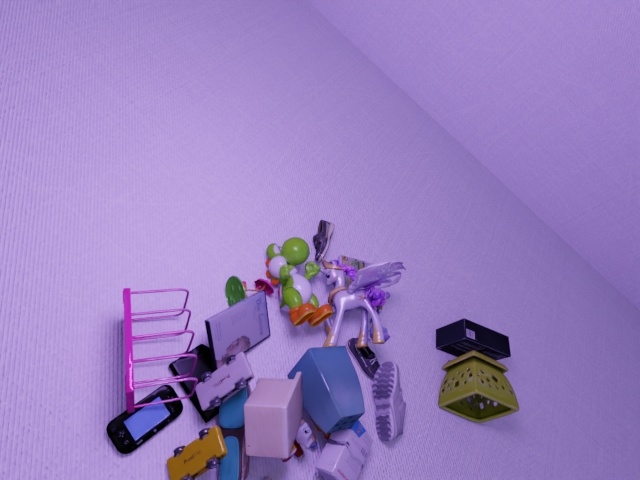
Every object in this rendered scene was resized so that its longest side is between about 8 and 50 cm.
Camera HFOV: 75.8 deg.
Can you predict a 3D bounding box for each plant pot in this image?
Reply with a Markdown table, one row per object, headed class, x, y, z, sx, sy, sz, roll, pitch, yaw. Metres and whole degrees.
| class | x | y | z | sx | sy | sz | roll | pitch | yaw |
| --- | --- | --- | --- | --- | --- | --- | --- | --- | --- |
| plant pot | 0.031 | 0.499 | 1.364 | 0.166 | 0.165 | 0.234 | 8 | 38 | -38 |
| plant pot | 0.644 | 0.600 | 1.707 | 0.229 | 0.227 | 0.207 | 26 | 46 | -15 |

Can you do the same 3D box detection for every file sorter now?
| class | x | y | z | sx | sy | sz | roll | pitch | yaw |
| --- | --- | --- | --- | --- | --- | --- | --- | --- | --- |
| file sorter | -0.462 | 0.304 | 1.180 | 0.183 | 0.202 | 0.290 | -2 | 56 | -26 |

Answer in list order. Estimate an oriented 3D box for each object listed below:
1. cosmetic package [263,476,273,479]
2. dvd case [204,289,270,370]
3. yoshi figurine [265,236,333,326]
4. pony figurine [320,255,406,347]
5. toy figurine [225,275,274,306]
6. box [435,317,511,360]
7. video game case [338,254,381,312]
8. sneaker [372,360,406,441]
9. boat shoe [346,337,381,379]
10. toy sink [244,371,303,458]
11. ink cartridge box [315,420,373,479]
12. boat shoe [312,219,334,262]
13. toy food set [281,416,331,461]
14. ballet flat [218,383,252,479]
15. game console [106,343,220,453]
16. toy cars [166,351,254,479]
| class | x | y | z | sx | sy | sz | roll | pitch | yaw |
| --- | --- | --- | --- | --- | --- | --- | --- | --- | --- |
| cosmetic package | -0.134 | 0.778 | 1.245 | 0.115 | 0.041 | 0.060 | 40 | 51 | -6 |
| dvd case | -0.265 | 0.293 | 1.364 | 0.253 | 0.022 | 0.180 | -26 | 117 | -50 |
| yoshi figurine | -0.080 | 0.125 | 1.517 | 0.203 | 0.203 | 0.362 | -19 | 57 | -19 |
| pony figurine | 0.152 | 0.217 | 1.568 | 0.352 | 0.302 | 0.362 | -6 | 68 | 5 |
| toy figurine | -0.239 | 0.203 | 1.483 | 0.159 | 0.130 | 0.172 | -5 | 88 | -43 |
| box | 0.675 | 0.454 | 1.827 | 0.262 | 0.184 | 0.103 | 24 | 52 | -18 |
| video game case | 0.170 | 0.188 | 1.780 | 0.207 | 0.026 | 0.226 | 16 | 57 | -23 |
| sneaker | 0.267 | 0.601 | 1.557 | 0.115 | 0.105 | 0.280 | 16 | 73 | -42 |
| boat shoe | 0.186 | 0.464 | 1.603 | 0.206 | 0.065 | 0.075 | 50 | 48 | 2 |
| toy sink | -0.137 | 0.507 | 1.232 | 0.132 | 0.234 | 0.152 | 0 | 98 | 8 |
| ink cartridge box | 0.083 | 0.705 | 1.361 | 0.190 | 0.082 | 0.139 | -52 | 123 | -38 |
| boat shoe | 0.001 | -0.001 | 1.757 | 0.074 | 0.080 | 0.223 | 26 | 47 | -9 |
| toy food set | -0.057 | 0.646 | 1.312 | 0.104 | 0.111 | 0.232 | 56 | 20 | 8 |
| ballet flat | -0.251 | 0.574 | 1.247 | 0.108 | 0.106 | 0.315 | -1 | 71 | 17 |
| game console | -0.437 | 0.489 | 1.229 | 0.362 | 0.044 | 0.213 | -32 | 82 | -39 |
| toy cars | -0.300 | 0.512 | 1.184 | 0.087 | 0.177 | 0.392 | 43 | 61 | -55 |
